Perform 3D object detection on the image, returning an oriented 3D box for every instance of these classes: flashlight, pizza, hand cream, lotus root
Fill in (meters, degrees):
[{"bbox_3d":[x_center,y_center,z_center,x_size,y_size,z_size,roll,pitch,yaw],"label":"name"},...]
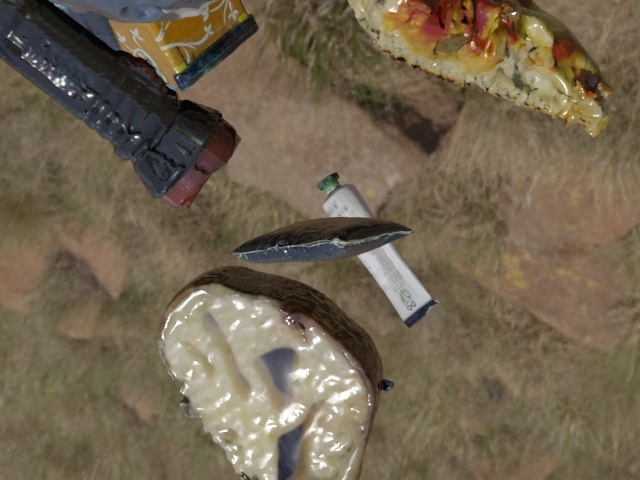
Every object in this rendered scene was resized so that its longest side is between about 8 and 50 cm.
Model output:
[{"bbox_3d":[-0.174,-0.124,0.781,0.232,0.093,0.093,40,142,-16],"label":"flashlight"},{"bbox_3d":[0.182,-0.272,1.088,0.406,0.440,0.130,32,121,-18],"label":"pizza"},{"bbox_3d":[0.106,0.014,1.951,0.336,0.076,0.121,55,148,8],"label":"hand cream"},{"bbox_3d":[-0.029,0.132,0.861,0.170,0.074,0.261,-42,84,17],"label":"lotus root"}]

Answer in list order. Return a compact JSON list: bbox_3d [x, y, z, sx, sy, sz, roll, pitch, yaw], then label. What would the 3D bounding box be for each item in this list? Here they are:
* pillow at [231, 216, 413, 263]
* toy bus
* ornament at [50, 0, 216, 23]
[{"bbox_3d":[0.000,0.000,1.284,0.141,0.055,0.208,-10,-176,-43],"label":"pillow"},{"bbox_3d":[-0.262,-0.321,1.362,0.323,0.162,0.194,15,142,47],"label":"toy bus"},{"bbox_3d":[-0.183,-0.370,0.939,0.337,0.337,0.337,12,147,8],"label":"ornament"}]
